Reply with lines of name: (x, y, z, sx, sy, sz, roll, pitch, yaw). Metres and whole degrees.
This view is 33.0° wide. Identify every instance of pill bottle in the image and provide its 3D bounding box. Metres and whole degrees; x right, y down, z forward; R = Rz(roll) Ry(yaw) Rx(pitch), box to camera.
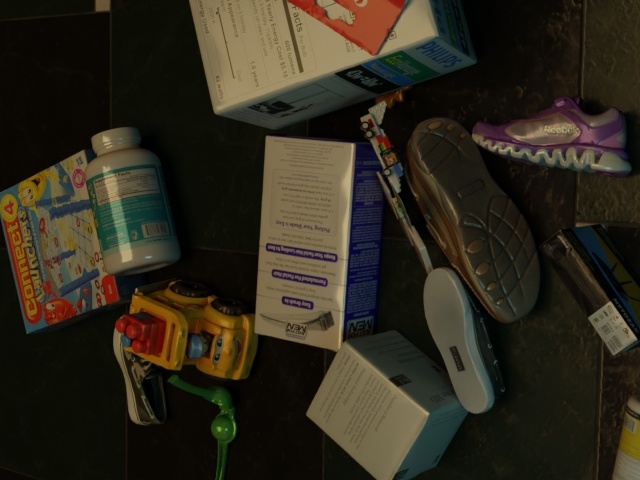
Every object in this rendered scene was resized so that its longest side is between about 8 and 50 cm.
pill bottle: (0.452, 0.307, 1.465, 0.103, 0.103, 0.184, 16, 104, 36)
pill bottle: (-0.358, -0.074, 2.031, 0.146, 0.146, 0.264, -18, 82, 37)

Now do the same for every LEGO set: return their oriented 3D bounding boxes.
LEGO set: (0.122, -0.085, 1.614, 0.060, 0.244, 0.182, -26, 49, 0)

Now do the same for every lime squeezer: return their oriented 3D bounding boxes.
lime squeezer: (-0.192, 0.337, 1.971, 0.059, 0.110, 0.310, 2, 126, 21)

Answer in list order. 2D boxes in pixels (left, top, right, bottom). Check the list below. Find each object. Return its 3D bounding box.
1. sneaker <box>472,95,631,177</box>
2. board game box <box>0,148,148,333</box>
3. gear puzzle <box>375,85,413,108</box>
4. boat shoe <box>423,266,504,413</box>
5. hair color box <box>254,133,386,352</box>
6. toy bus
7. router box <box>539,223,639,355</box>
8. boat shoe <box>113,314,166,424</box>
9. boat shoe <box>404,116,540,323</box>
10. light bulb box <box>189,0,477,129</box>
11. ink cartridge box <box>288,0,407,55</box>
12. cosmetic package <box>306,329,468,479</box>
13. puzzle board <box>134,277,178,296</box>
sneaker: (0.331, -0.156, 1.536, 0.236, 0.095, 0.104, 11, 94, 32)
board game box: (-0.505, 0.006, 2.188, 0.302, 0.086, 0.308, -20, 81, 37)
gear puzzle: (0.029, -0.339, 1.775, 0.339, 0.044, 0.175, 53, 121, 22)
boat shoe: (0.225, 0.144, 1.635, 0.080, 0.076, 0.228, -20, 90, 46)
hair color box: (0.000, 0.000, 1.787, 0.185, 0.110, 0.339, 9, 97, 36)
toy bus: (-0.251, 0.168, 1.928, 0.220, 0.211, 0.149, 20, 104, 33)
router box: (0.390, 0.063, 1.474, 0.046, 0.133, 0.179, -43, 69, 32)
boat shoe: (-0.339, 0.249, 2.091, 0.070, 0.078, 0.219, -7, 97, 38)
boat shoe: (0.223, -0.027, 1.622, 0.324, 0.123, 0.116, 67, 160, 8)
light bulb box: (0.004, -0.393, 1.630, 0.361, 0.225, 0.358, -15, 84, 22)
ink cartridge box: (0.055, -0.392, 1.459, 0.181, 0.056, 0.225, 36, 102, 19)
cosmetic package: (0.110, 0.259, 1.693, 0.183, 0.151, 0.151, 38, 115, 28)
puzzle board: (-0.315, 0.124, 2.024, 0.011, 0.128, 0.096, 21, 106, 25)
